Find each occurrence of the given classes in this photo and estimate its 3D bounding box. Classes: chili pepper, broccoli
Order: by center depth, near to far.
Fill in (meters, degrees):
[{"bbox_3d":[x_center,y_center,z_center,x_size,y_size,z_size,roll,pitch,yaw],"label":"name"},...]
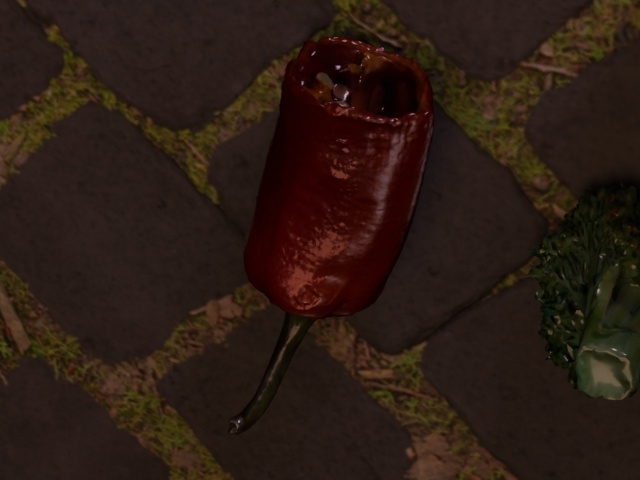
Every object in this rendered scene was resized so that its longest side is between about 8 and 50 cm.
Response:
[{"bbox_3d":[0.250,0.070,1.499,0.220,0.194,0.194,27,128,11],"label":"broccoli"},{"bbox_3d":[0.004,-0.001,1.589,0.135,0.131,0.338,5,123,-11],"label":"chili pepper"}]
